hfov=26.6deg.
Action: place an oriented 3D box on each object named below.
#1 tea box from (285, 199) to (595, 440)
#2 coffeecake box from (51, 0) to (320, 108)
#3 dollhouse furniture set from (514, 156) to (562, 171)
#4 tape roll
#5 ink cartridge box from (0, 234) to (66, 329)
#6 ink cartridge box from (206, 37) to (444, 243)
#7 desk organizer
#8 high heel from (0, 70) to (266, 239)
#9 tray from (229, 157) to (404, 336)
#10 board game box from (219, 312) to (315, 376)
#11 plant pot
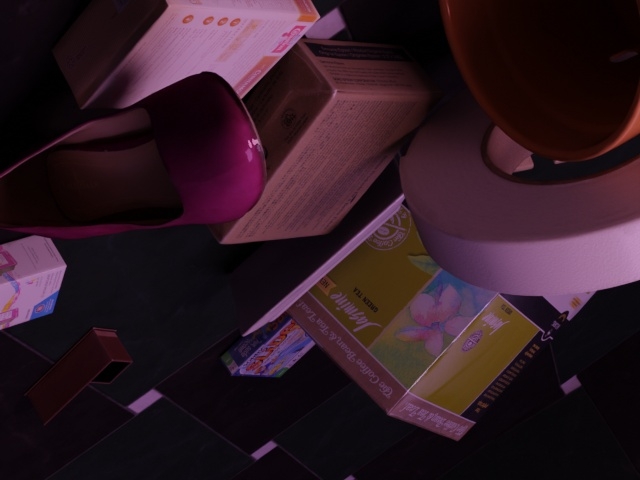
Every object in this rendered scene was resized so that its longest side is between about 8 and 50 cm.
[{"bbox_3d":[0.176,0.075,1.848,0.323,0.220,0.329,-49,155,3],"label":"tea box"},{"bbox_3d":[-0.116,-0.182,1.193,0.185,0.068,0.142,-6,152,-49],"label":"coffeecake box"},{"bbox_3d":[0.337,-0.234,1.706,0.259,0.135,0.262,-13,149,-21],"label":"dollhouse furniture set"},{"bbox_3d":[0.274,-0.091,1.400,0.392,0.392,0.072,-30,123,-12],"label":"tape roll"},{"bbox_3d":[-0.331,0.050,1.381,0.122,0.052,0.088,-17,151,-33],"label":"ink cartridge box"},{"bbox_3d":[-0.008,-0.107,1.479,0.193,0.088,0.234,-6,142,-51],"label":"ink cartridge box"},{"bbox_3d":[-0.294,0.167,1.651,0.130,0.050,0.047,-43,155,16],"label":"desk organizer"},{"bbox_3d":[-0.177,-0.047,1.135,0.181,0.127,0.377,-21,-177,-23],"label":"high heel"},{"bbox_3d":[0.000,0.000,1.635,0.270,0.145,0.030,-42,119,14],"label":"tray"},{"bbox_3d":[-0.034,0.118,1.928,0.201,0.035,0.136,-44,155,18],"label":"board game box"},{"bbox_3d":[0.282,-0.243,1.316,0.204,0.291,0.291,-21,153,-27],"label":"plant pot"}]
